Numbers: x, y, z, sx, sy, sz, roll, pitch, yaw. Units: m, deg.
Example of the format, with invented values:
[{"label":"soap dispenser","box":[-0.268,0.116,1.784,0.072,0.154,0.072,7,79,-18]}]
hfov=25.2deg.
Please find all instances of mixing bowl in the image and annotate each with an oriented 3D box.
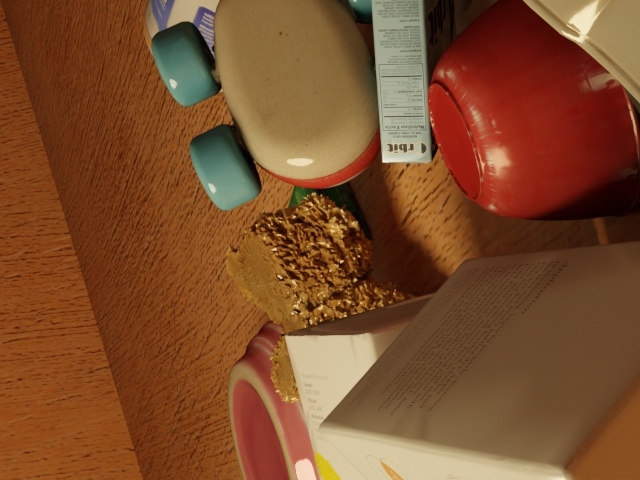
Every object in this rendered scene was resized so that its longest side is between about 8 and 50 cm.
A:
[{"label":"mixing bowl","box":[0.136,-0.085,0.990,0.181,0.098,0.181,160,90,-81]}]

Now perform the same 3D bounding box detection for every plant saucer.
[{"label":"plant saucer","box":[-0.036,0.263,1.780,0.332,0.084,0.332,167,90,-71]}]

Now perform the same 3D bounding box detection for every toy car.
[{"label":"toy car","box":[0.000,-0.125,1.327,0.238,0.219,0.210,46,-159,-68]}]

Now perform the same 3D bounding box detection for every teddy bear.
[{"label":"teddy bear","box":[0.047,0.114,1.375,0.338,0.113,0.245,49,145,21]}]

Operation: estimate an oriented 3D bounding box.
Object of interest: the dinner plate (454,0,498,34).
[{"label":"dinner plate","box":[0.110,-0.227,1.146,0.141,0.017,0.141,166,90,-69]}]

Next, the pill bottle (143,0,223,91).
[{"label":"pill bottle","box":[-0.089,-0.273,1.463,0.272,0.152,0.152,129,125,-65]}]

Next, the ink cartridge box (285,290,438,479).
[{"label":"ink cartridge box","box":[0.119,0.176,1.115,0.197,0.198,0.270,169,87,-71]}]

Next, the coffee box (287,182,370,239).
[{"label":"coffee box","box":[0.000,0.000,1.564,0.184,0.040,0.113,108,144,-56]}]

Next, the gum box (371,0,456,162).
[{"label":"gum box","box":[0.073,-0.170,1.077,0.157,0.041,0.184,-61,-31,-64]}]

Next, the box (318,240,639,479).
[{"label":"box","box":[0.176,0.133,0.848,0.215,0.168,0.345,46,164,-12]}]

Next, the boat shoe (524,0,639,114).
[{"label":"boat shoe","box":[0.226,-0.088,0.793,0.335,0.095,0.112,54,135,11]}]
